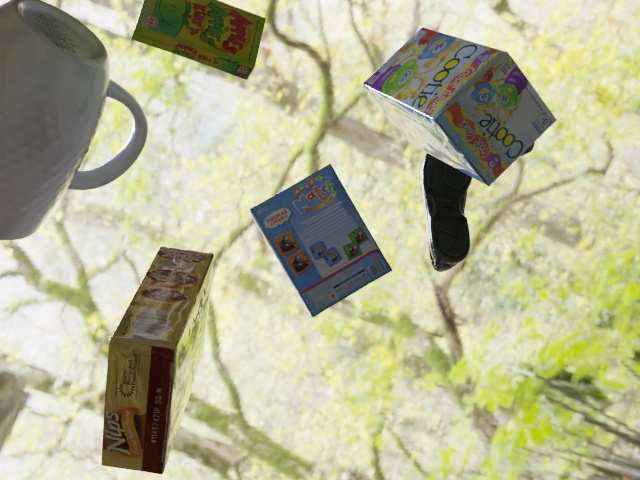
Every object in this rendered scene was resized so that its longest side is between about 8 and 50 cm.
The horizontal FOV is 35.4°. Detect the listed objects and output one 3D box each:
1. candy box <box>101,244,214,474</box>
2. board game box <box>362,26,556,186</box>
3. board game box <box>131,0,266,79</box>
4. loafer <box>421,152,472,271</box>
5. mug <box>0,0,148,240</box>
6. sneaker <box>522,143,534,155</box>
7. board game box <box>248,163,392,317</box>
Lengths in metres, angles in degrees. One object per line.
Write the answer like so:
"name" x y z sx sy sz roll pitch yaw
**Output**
"candy box" -0.215 0.149 1.360 0.316 0.088 0.182 -81 0 -69
"board game box" 0.204 -0.212 1.529 0.142 0.144 0.275 -44 28 -1
"board game box" -0.179 -0.315 1.490 0.043 0.181 0.092 134 149 -60
"loafer" 0.221 -0.071 1.825 0.084 0.096 0.267 116 160 -63
"mug" -0.460 -0.197 1.640 0.328 0.374 0.276 -51 44 22
"sneaker" 0.303 -0.258 1.916 0.107 0.124 0.283 -56 49 37
"board game box" 0.000 0.000 1.699 0.160 0.211 0.039 -30 1 -10
